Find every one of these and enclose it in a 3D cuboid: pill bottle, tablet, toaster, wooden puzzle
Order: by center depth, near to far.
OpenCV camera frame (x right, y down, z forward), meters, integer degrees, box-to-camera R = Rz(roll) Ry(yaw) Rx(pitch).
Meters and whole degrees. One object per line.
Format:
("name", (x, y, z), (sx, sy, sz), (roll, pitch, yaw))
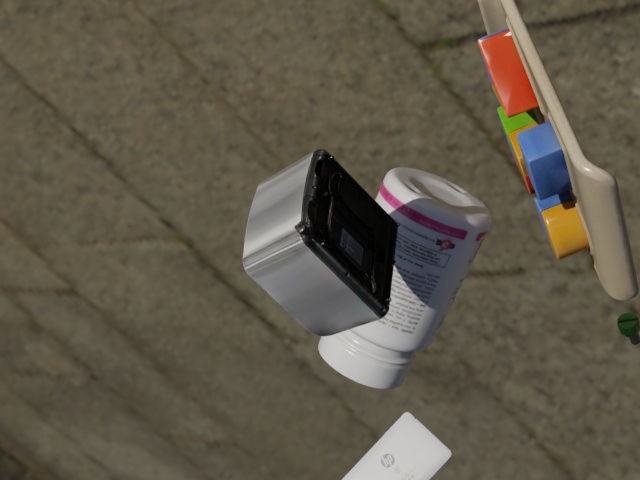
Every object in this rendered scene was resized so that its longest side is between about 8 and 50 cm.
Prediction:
("tablet", (0.062, 0.188, 1.271), (0.054, 0.083, 0.006), (42, 174, 21))
("toaster", (0.000, 0.000, 1.835), (0.110, 0.168, 0.185), (-27, 126, 29))
("wooden puzzle", (0.289, -0.115, 1.987), (0.322, 0.080, 0.348), (62, -176, -56))
("pill bottle", (0.111, 0.055, 2.147), (0.160, 0.283, 0.160), (22, -161, -8))

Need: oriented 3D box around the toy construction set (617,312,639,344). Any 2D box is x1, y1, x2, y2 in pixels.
("toy construction set", (0.618, 0.109, 2.356), (0.237, 0.257, 0.309), (59, 179, -41))
